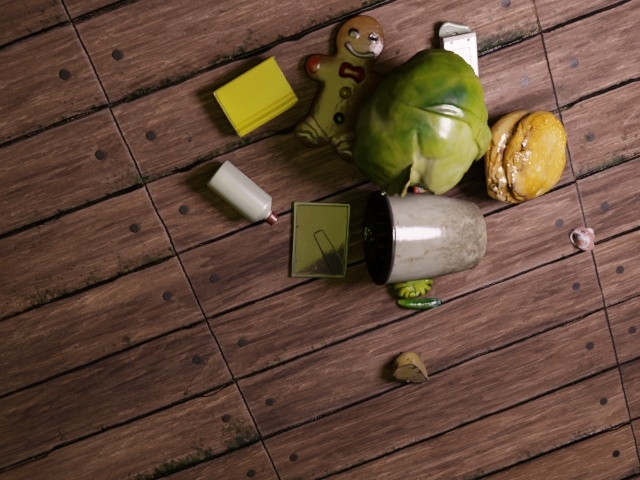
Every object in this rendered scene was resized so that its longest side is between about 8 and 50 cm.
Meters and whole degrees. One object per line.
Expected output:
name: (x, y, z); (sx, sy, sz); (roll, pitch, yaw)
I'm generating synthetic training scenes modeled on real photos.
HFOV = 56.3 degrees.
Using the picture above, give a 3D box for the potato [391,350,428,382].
potato: (0.309, 0.439, 2.115); (0.100, 0.089, 0.172); (-22, 141, 21)

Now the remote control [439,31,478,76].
remote control: (0.433, -0.493, 1.854); (0.102, 0.055, 0.277); (-11, 112, -2)

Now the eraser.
eraser: (-0.195, -0.431, 1.806); (0.226, 0.069, 0.158); (-30, 107, 3)

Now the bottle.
bottle: (-0.233, -0.136, 1.869); (0.245, 0.104, 0.104); (40, 98, -14)

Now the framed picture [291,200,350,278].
framed picture: (0.000, 0.000, 1.973); (0.188, 0.023, 0.260); (0, 106, -6)

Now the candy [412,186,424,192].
candy: (0.356, -0.198, 1.948); (0.121, 0.038, 0.062); (-13, 107, -2)

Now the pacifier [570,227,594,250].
pacifier: (0.905, -0.016, 2.054); (0.078, 0.081, 0.099); (-44, 136, -26)

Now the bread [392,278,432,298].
bread: (0.313, 0.138, 2.023); (0.139, 0.071, 0.130); (14, 99, -10)

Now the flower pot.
flower pot: (0.326, -0.014, 1.873); (0.330, 0.293, 0.294); (-2, 106, -11)

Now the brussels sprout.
brussels sprout: (0.292, -0.325, 1.649); (0.342, 0.361, 0.425); (40, 75, 12)

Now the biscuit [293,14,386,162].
biscuit: (0.078, -0.470, 1.827); (0.282, 0.064, 0.432); (18, 103, -11)

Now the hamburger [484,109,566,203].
hamburger: (0.620, -0.254, 1.850); (0.314, 0.170, 0.290); (-18, 113, -39)

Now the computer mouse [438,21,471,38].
computer mouse: (0.411, -0.637, 1.832); (0.110, 0.032, 0.056); (3, 122, -12)

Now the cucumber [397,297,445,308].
cucumber: (0.349, 0.219, 2.067); (0.167, 0.039, 0.039); (-1, 106, -3)
